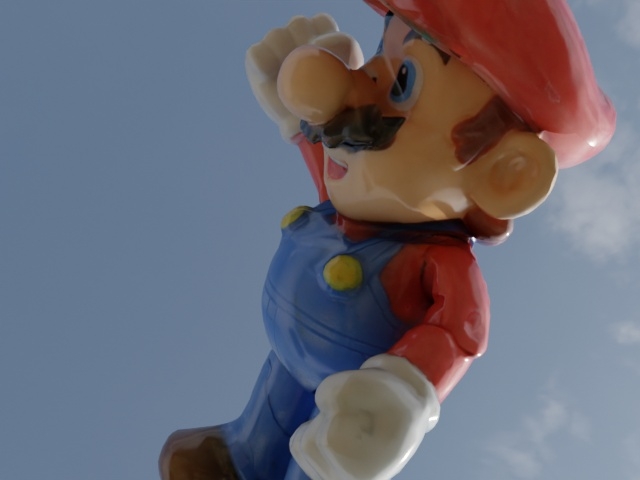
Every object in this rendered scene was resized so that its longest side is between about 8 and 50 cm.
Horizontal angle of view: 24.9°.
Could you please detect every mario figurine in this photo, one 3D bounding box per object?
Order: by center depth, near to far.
[{"bbox_3d":[0.000,0.000,0.653,0.198,0.170,0.320,29,-75,25],"label":"mario figurine"}]
